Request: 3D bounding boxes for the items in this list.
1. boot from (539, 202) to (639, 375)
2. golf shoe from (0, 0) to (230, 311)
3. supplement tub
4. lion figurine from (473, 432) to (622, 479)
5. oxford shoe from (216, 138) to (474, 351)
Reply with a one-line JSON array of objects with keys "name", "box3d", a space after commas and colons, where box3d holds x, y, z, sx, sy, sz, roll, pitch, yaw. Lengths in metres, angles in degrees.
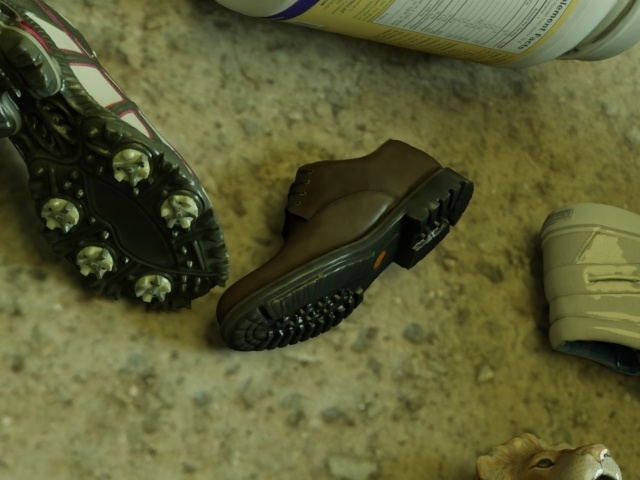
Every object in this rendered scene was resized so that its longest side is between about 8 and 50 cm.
[{"name": "boot", "box3d": [0.287, 0.060, 1.135, 0.258, 0.095, 0.123, 12, 66, -17]}, {"name": "golf shoe", "box3d": [-0.146, -0.072, 0.891, 0.273, 0.105, 0.120, 50, 23, -28]}, {"name": "supplement tub", "box3d": [0.090, -0.260, 1.068, 0.331, 0.241, 0.241, 7, 63, -30]}, {"name": "lion figurine", "box3d": [0.276, 0.262, 0.995, 0.392, 0.142, 0.240, 21, 26, -39]}, {"name": "oxford shoe", "box3d": [0.000, 0.000, 0.994, 0.096, 0.083, 0.227, 40, 49, 19]}]
